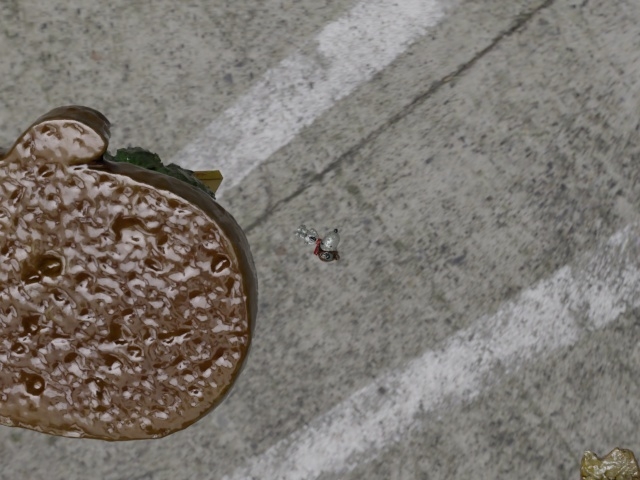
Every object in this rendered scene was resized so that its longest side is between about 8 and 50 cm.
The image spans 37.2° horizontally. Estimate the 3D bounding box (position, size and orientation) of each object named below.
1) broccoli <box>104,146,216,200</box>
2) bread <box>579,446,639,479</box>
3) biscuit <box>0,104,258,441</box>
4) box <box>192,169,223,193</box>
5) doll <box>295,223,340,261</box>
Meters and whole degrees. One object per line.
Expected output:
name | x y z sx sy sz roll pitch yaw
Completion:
broccoli | -0.288 -0.035 1.288 0.302 0.254 0.186 14 82 3
bread | 0.438 0.465 1.286 0.109 0.185 0.380 -21 66 18
biscuit | -0.252 0.036 0.946 0.394 0.070 0.350 14 110 4
box | -0.223 -0.054 1.529 0.155 0.087 0.023 -55 50 40
doll | -0.004 0.005 1.595 0.085 0.040 0.058 8 90 22
